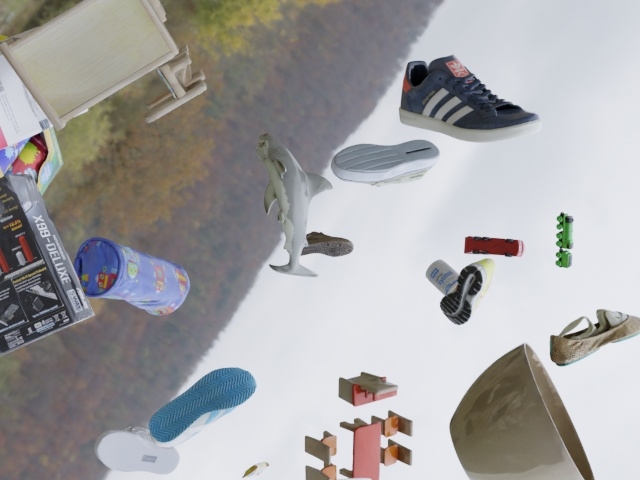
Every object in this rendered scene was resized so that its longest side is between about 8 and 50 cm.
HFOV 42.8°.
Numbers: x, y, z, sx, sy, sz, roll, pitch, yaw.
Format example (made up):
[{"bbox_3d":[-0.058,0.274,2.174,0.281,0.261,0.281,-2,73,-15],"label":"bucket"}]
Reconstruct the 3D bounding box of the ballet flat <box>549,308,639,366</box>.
[{"bbox_3d":[0.505,0.163,1.489,0.206,0.067,0.073,-21,-172,-18],"label":"ballet flat"}]

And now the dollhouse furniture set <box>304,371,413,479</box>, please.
[{"bbox_3d":[0.108,0.450,1.905,0.135,0.262,0.259,13,-74,52],"label":"dollhouse furniture set"}]

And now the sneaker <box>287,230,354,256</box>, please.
[{"bbox_3d":[0.000,0.000,2.278,0.066,0.188,0.071,84,8,-46],"label":"sneaker"}]

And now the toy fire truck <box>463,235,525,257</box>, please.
[{"bbox_3d":[0.439,0.016,2.085,0.192,0.135,0.047,5,-90,35],"label":"toy fire truck"}]

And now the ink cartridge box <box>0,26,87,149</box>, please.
[{"bbox_3d":[-0.601,-0.295,1.597,0.237,0.172,0.100,-33,-142,-31],"label":"ink cartridge box"}]

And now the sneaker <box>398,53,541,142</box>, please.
[{"bbox_3d":[0.282,-0.286,1.606,0.350,0.131,0.148,21,-60,47],"label":"sneaker"}]

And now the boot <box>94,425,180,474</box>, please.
[{"bbox_3d":[-0.465,0.496,1.972,0.123,0.258,0.095,21,-101,42],"label":"boot"}]

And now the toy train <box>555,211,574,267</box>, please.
[{"bbox_3d":[0.348,0.000,1.164,0.023,0.083,0.017,13,-157,41],"label":"toy train"}]

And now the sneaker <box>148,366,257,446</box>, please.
[{"bbox_3d":[-0.232,0.324,1.601,0.228,0.087,0.092,-26,163,-21],"label":"sneaker"}]

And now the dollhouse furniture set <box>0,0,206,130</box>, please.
[{"bbox_3d":[-0.420,-0.383,1.567,0.256,0.362,0.394,-30,-158,2],"label":"dollhouse furniture set"}]

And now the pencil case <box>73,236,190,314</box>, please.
[{"bbox_3d":[-0.390,0.079,1.690,0.306,0.133,0.119,35,53,-69],"label":"pencil case"}]

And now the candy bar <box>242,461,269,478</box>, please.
[{"bbox_3d":[-0.143,0.508,1.811,0.040,0.018,0.161,-38,166,-3],"label":"candy bar"}]

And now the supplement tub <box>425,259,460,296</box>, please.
[{"bbox_3d":[0.336,0.107,2.164,0.071,0.071,0.107,-54,-131,10],"label":"supplement tub"}]

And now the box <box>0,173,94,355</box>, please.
[{"bbox_3d":[-0.537,0.068,1.248,0.307,0.242,0.076,-24,-179,10],"label":"box"}]

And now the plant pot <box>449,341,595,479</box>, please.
[{"bbox_3d":[0.346,0.351,1.473,0.191,0.284,0.284,-27,-161,15],"label":"plant pot"}]

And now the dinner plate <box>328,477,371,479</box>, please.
[{"bbox_3d":[0.031,0.481,1.595,0.141,0.141,0.017,-42,-131,53],"label":"dinner plate"}]

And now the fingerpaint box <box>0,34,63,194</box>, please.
[{"bbox_3d":[-0.836,-0.231,2.055,0.445,0.163,0.371,96,12,-53],"label":"fingerpaint box"}]

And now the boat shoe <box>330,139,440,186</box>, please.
[{"bbox_3d":[0.155,-0.170,1.952,0.109,0.302,0.094,58,-37,35],"label":"boat shoe"}]

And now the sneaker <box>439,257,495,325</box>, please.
[{"bbox_3d":[0.352,0.119,1.906,0.094,0.081,0.208,-33,158,-38],"label":"sneaker"}]

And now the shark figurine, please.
[{"bbox_3d":[-0.032,-0.059,1.438,0.116,0.278,0.166,-13,-173,-20],"label":"shark figurine"}]
